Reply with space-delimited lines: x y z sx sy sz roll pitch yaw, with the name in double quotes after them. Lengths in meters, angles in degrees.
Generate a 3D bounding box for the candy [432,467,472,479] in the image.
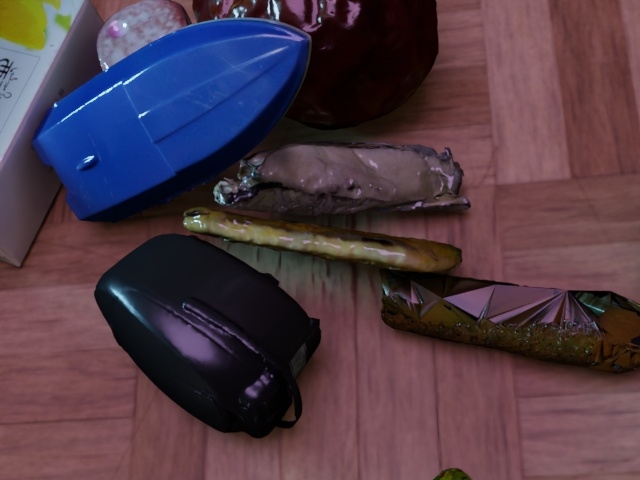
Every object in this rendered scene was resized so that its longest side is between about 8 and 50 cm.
0.140 0.222 0.785 0.123 0.035 0.035 32 58 15 "candy"

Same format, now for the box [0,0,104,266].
-0.343 -0.127 0.994 0.194 0.111 0.260 14 67 17 "box"

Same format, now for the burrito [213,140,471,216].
0.021 -0.051 0.880 0.230 0.063 0.058 -1 29 -15 "burrito"

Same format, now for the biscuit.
0.000 0.000 0.867 0.247 0.118 0.029 9 91 18 "biscuit"

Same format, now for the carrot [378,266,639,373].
0.158 0.063 0.837 0.229 0.069 0.069 8 67 16 "carrot"

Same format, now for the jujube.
-0.008 -0.214 0.926 0.213 0.213 0.232 -25 59 -1 "jujube"

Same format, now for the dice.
-0.162 -0.174 0.989 0.094 0.093 0.091 -22 63 2 "dice"

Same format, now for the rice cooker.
-0.092 0.077 0.835 0.203 0.142 0.118 32 63 18 "rice cooker"

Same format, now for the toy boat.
-0.118 -0.113 0.873 0.295 0.088 0.129 -22 103 37 "toy boat"
